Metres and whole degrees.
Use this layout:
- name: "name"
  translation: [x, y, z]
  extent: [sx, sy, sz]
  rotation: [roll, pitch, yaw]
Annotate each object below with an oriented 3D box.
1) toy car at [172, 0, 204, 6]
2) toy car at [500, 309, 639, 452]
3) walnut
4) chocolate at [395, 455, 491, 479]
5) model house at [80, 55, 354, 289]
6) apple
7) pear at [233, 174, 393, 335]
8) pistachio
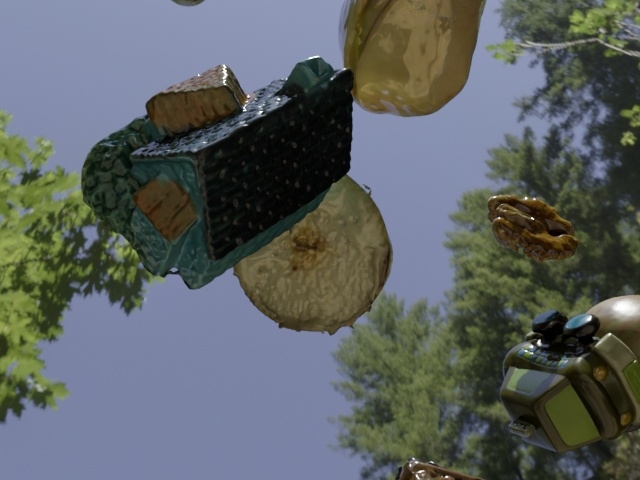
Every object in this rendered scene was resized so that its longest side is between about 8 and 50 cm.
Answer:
- name: "toy car"
  translation: [-0.188, -0.385, 1.174]
  extent: [0.112, 0.139, 0.112]
  rotation: [-2, -27, -20]
- name: "toy car"
  translation: [0.381, 0.246, 1.322]
  extent: [0.198, 0.248, 0.204]
  rotation: [-33, -80, -17]
- name: "walnut"
  translation: [0.366, -0.018, 1.448]
  extent: [0.170, 0.143, 0.069]
  rotation: [18, -52, -13]
- name: "chocolate"
  translation: [0.057, 0.309, 0.586]
  extent: [0.102, 0.329, 0.065]
  rotation: [11, -32, 18]
- name: "model house"
  translation: [-0.111, -0.113, 0.935]
  extent: [0.261, 0.241, 0.226]
  rotation: [-37, -96, -33]
- name: "apple"
  translation: [0.625, 0.234, 1.624]
  extent: [0.234, 0.257, 0.257]
  rotation: [-14, -62, -34]
- name: "pear"
  translation: [0.001, 0.002, 1.204]
  extent: [0.267, 0.178, 0.267]
  rotation: [1, -86, 22]
- name: "pistachio"
  translation: [0.136, -0.328, 1.240]
  extent: [0.238, 0.229, 0.321]
  rotation: [-33, -25, -36]
